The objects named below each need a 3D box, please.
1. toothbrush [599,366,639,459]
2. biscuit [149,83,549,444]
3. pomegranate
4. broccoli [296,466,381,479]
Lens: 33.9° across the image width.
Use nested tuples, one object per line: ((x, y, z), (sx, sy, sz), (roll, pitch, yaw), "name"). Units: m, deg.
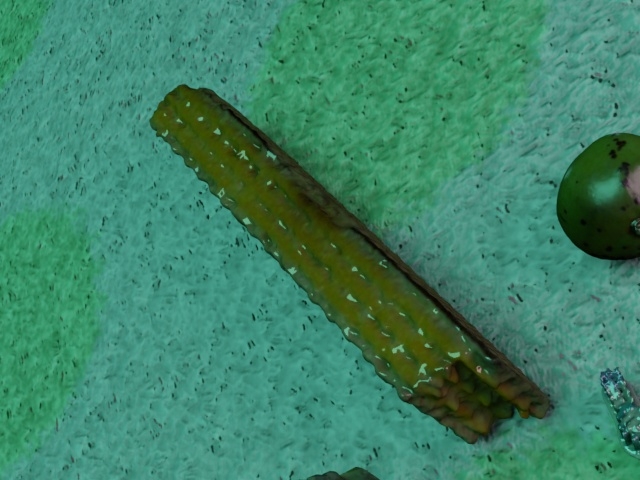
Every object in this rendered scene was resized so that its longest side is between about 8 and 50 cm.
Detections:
((0.198, 0.193, 0.485), (0.030, 0.030, 0.304), (-36, 54, 24), "toothbrush")
((0.000, 0.000, 0.699), (0.054, 0.094, 0.379), (-49, 47, 4), "biscuit")
((0.165, -0.023, 0.588), (0.084, 0.073, 0.073), (174, 119, -79), "pomegranate")
((-0.027, 0.283, 0.489), (0.281, 0.293, 0.348), (112, 165, -53), "broccoli")
